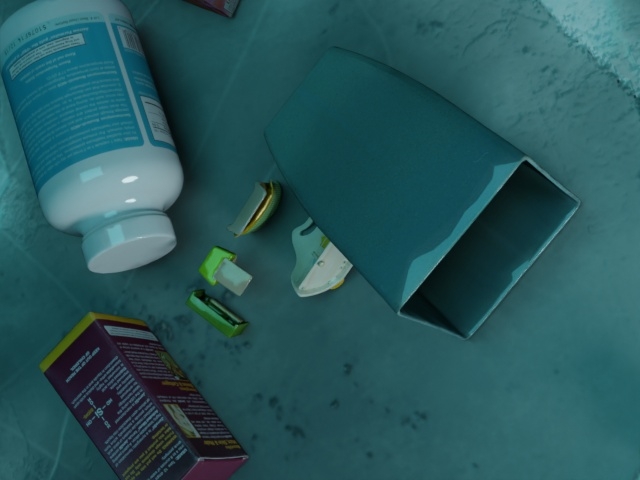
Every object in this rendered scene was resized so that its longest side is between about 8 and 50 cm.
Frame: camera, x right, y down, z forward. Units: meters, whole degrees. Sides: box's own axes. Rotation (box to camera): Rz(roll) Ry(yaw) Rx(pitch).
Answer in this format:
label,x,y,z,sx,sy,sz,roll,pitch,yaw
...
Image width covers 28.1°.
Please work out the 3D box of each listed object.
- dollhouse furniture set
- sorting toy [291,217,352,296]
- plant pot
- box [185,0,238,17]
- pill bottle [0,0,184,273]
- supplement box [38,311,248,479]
label,x,y,z,sx,sy,sz,roll,pitch,yaw
dollhouse furniture set,-0.067,0.016,1.241,0.058,0.076,0.152,35,98,11
sorting toy,0.000,0.000,1.227,0.083,0.044,0.075,-55,47,30
plant pot,0.075,-0.058,1.144,0.234,0.165,0.166,44,100,28
box,-0.119,-0.398,1.282,0.154,0.142,0.300,25,92,23
pill bottle,-0.225,-0.105,1.280,0.146,0.146,0.264,-25,73,18
supplement box,-0.171,0.166,1.240,0.081,0.104,0.188,-45,68,11
